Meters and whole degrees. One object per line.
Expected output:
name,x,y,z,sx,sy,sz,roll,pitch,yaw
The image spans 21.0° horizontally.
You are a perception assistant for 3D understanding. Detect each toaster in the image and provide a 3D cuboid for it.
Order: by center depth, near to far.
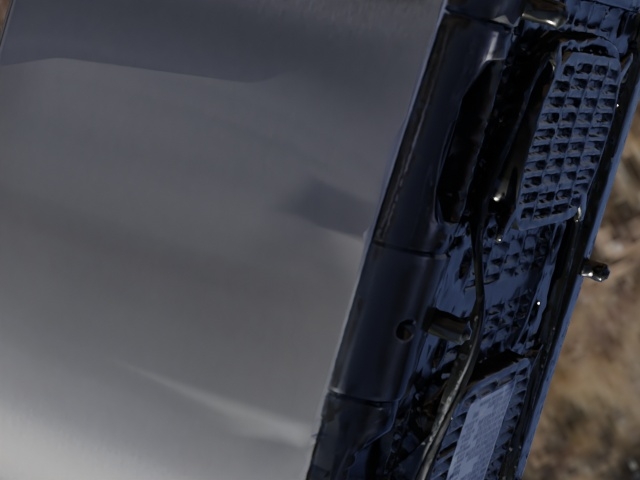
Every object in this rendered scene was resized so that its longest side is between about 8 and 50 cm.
toaster,0.000,0.000,0.405,0.110,0.168,0.186,18,-169,19
